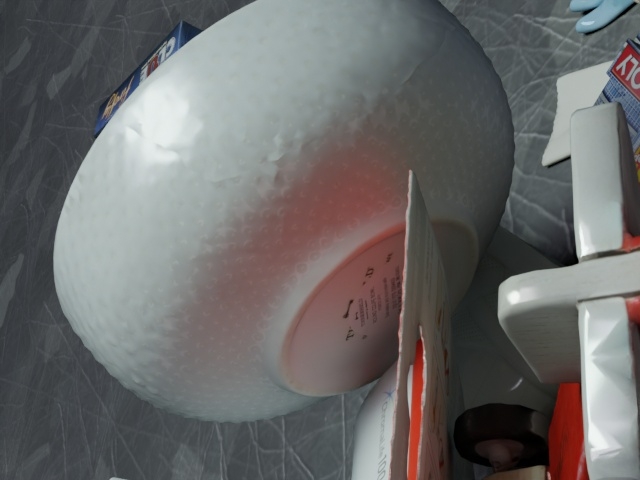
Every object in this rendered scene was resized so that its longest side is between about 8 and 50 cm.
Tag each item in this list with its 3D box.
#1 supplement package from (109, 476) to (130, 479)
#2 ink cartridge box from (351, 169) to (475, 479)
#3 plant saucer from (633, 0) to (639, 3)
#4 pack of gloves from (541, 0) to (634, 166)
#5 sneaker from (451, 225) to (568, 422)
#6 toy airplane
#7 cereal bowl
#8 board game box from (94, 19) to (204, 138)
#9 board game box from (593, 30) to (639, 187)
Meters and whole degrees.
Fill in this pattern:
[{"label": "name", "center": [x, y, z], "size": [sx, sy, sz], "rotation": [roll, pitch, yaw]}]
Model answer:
[{"label": "supplement package", "center": [-0.099, 0.339, 1.260], "size": [0.263, 0.198, 0.199], "rotation": [117, 162, -51]}, {"label": "ink cartridge box", "center": [0.038, 0.199, 1.015], "size": [0.308, 0.091, 0.385], "rotation": [-83, -16, -45]}, {"label": "plant saucer", "center": [0.293, -0.263, 1.098], "size": [0.310, 0.050, 0.311], "rotation": [-6, 65, 14]}, {"label": "pack of gloves", "center": [0.247, -0.176, 1.294], "size": [0.232, 0.046, 0.195], "rotation": [-20, 50, 57]}, {"label": "sneaker", "center": [0.103, 0.064, 1.290], "size": [0.169, 0.108, 0.292], "rotation": [-59, 27, 6]}, {"label": "toy airplane", "center": [0.213, 0.096, 0.849], "size": [0.384, 0.272, 0.386], "rotation": [-81, -7, -76]}, {"label": "cereal bowl", "center": [0.000, 0.000, 1.116], "size": [0.141, 0.339, 0.339], "rotation": [49, 116, 33]}, {"label": "board game box", "center": [-0.073, -0.105, 1.625], "size": [0.165, 0.243, 0.042], "rotation": [-39, 36, 45]}, {"label": "board game box", "center": [0.256, -0.089, 1.158], "size": [0.194, 0.060, 0.194], "rotation": [-58, 34, 19]}]
